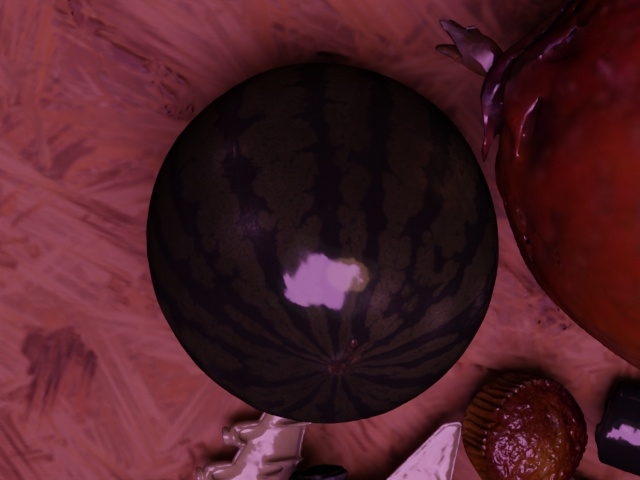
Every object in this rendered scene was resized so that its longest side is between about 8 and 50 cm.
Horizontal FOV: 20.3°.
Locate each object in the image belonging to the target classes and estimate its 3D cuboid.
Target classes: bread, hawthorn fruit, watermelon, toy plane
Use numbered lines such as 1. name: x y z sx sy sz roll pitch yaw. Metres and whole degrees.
1. bread: 0.136 0.127 1.156 0.085 0.053 0.085 -7 103 -30
2. hawthorn fruit: 0.205 -0.054 0.995 0.307 0.276 0.276 18 112 8
3. watermelon: 0.000 0.000 1.037 0.212 0.212 0.212 0 113 0
4. toy plane: -0.024 0.195 1.182 0.256 0.104 0.242 -11 98 -3

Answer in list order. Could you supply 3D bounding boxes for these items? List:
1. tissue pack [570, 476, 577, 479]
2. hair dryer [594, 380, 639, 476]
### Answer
1. tissue pack: 0.180 0.287 1.216 0.186 0.090 0.222 29 109 -15
2. hair dryer: 0.365 0.048 1.138 0.303 0.120 0.359 20 101 7
